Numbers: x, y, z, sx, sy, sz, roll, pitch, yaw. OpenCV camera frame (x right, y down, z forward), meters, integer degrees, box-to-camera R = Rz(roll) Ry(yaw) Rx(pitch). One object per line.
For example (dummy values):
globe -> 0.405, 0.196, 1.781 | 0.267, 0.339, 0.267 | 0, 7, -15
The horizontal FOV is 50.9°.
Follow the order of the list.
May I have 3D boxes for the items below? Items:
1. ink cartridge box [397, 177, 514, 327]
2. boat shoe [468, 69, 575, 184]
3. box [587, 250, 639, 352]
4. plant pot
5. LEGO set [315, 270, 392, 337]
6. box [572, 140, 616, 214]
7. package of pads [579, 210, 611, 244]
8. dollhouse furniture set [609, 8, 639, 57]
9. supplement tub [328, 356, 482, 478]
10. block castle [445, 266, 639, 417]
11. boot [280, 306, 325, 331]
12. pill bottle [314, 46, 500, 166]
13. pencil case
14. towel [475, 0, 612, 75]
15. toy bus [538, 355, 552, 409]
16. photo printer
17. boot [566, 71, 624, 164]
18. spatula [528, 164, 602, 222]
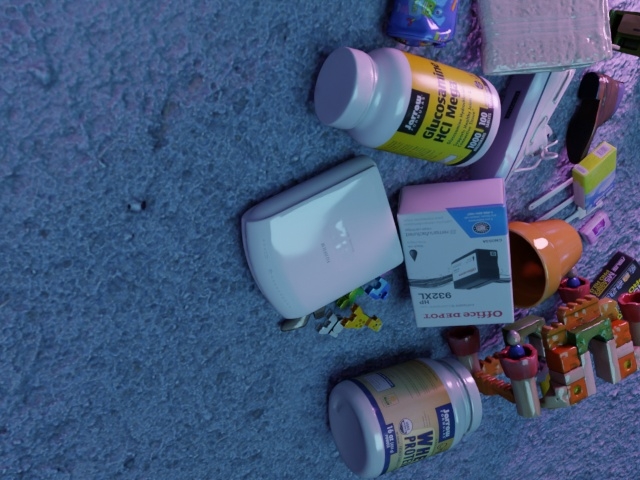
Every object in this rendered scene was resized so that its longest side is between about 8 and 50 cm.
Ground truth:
ink cartridge box -> 0.301, 0.033, 1.476 | 0.223, 0.129, 0.308 | -5, 122, 15
boat shoe -> 0.463, -0.234, 1.489 | 0.156, 0.136, 0.367 | 20, 96, -17
box -> 0.846, 0.193, 1.961 | 0.270, 0.060, 0.216 | -50, 126, 1
plant pot -> 0.523, 0.036, 1.627 | 0.187, 0.205, 0.205 | -22, 123, -29
LEGO set -> 0.103, 0.147, 1.509 | 0.093, 0.087, 0.227 | 34, 95, -36
box -> 0.679, -0.152, 1.666 | 0.109, 0.042, 0.178 | -41, 145, -4
package of pads -> 0.738, -0.034, 1.808 | 0.083, 0.032, 0.050 | -45, 128, -3
dollhouse furniture set -> 0.664, -0.559, 1.437 | 0.197, 0.151, 0.302 | 2, 112, -30
supplement tub -> 0.201, 0.411, 1.604 | 0.316, 0.228, 0.229 | -12, 118, -24
block castle -> 0.573, 0.228, 1.666 | 0.453, 0.303, 0.213 | -19, 103, -20
boot -> -0.040, 0.140, 1.459 | 0.118, 0.042, 0.087 | -20, 115, -21
pill bottle -> 0.164, -0.257, 1.283 | 0.333, 0.188, 0.188 | 7, 110, -31
pencil case -> 0.220, -0.506, 1.232 | 0.119, 0.133, 0.306 | -31, 139, -65
towel -> 0.454, -0.440, 1.372 | 0.282, 0.049, 0.187 | -6, 91, -8
toy bus -> 0.656, 0.377, 1.913 | 0.104, 0.202, 0.191 | -17, 134, 14
photo printer -> 0.000, 0.000, 1.360 | 0.307, 0.107, 0.256 | -27, 118, -16
boot -> 0.666, -0.288, 1.614 | 0.106, 0.082, 0.219 | -1, 112, -26
spatula -> 0.628, -0.100, 1.727 | 0.242, 0.019, 0.168 | -31, 130, -12
